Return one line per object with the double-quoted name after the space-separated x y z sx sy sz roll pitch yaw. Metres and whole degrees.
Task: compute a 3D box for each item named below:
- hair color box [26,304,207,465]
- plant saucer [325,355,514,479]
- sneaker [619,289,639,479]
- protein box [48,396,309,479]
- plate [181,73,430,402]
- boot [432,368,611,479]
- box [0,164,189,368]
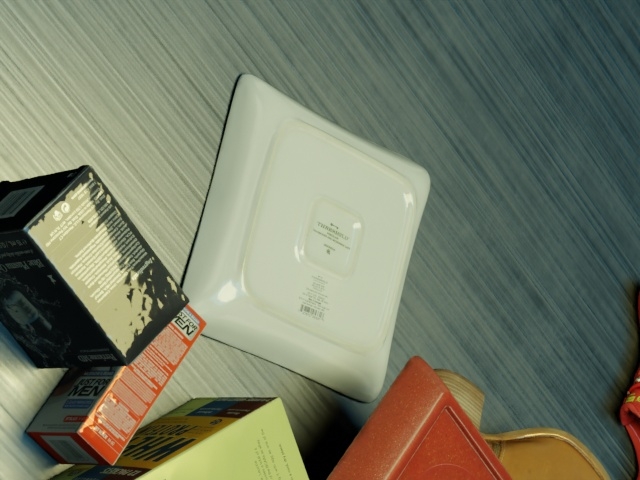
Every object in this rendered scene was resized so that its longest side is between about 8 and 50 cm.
-0.188 0.126 1.580 0.053 0.093 0.167 49 57 -25 "hair color box"
0.112 0.289 1.673 0.258 0.048 0.259 54 54 -23 "plant saucer"
0.415 0.181 2.069 0.118 0.107 0.279 -3 84 -30 "sneaker"
-0.119 0.275 1.592 0.201 0.136 0.199 -27 103 -39 "protein box"
0.000 0.000 1.781 0.277 0.045 0.278 27 69 -35 "plate"
0.193 0.290 1.831 0.283 0.109 0.220 38 46 -25 "boot"
-0.228 0.027 1.517 0.093 0.156 0.158 -49 115 -31 "box"
